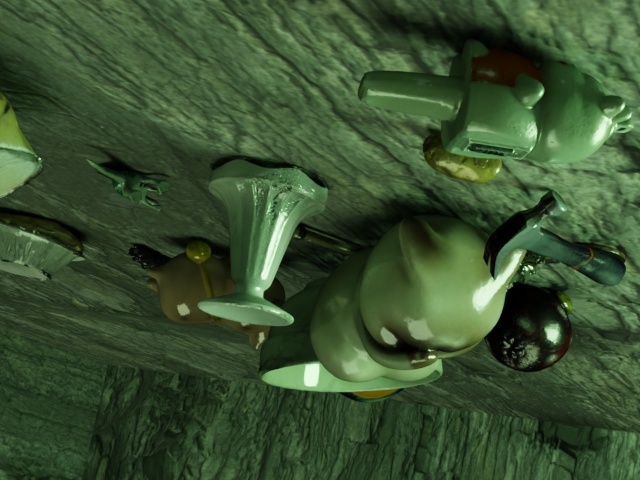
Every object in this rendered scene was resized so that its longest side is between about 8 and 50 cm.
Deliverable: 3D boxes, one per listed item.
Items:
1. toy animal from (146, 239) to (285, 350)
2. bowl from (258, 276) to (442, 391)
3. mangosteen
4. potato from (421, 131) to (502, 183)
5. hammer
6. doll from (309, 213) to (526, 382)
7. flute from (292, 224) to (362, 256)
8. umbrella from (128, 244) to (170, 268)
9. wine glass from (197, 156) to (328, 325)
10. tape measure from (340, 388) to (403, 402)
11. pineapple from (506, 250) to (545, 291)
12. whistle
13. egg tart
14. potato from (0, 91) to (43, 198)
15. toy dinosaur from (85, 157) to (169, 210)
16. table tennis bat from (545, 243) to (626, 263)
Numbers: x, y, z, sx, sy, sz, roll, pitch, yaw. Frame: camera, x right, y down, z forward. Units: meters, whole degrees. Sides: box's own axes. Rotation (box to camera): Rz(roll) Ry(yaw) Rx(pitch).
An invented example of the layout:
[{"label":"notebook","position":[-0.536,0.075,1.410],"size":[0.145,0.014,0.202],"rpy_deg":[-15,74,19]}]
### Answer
[{"label":"toy animal","position":[-0.184,0.086,2.055],"size":[0.248,0.149,0.165],"rpy_deg":[15,159,0]},{"label":"bowl","position":[0.050,0.158,1.947],"size":[0.307,0.163,0.307],"rpy_deg":[1,162,0]},{"label":"mangosteen","position":[0.341,0.137,1.891],"size":[0.152,0.153,0.152],"rpy_deg":[10,166,2]},{"label":"potato","position":[0.153,-0.090,1.281],"size":[0.092,0.045,0.046],"rpy_deg":[16,164,-7]},{"label":"hammer","position":[0.317,0.019,1.515],"size":[0.137,0.037,0.289],"rpy_deg":[-37,146,25]},{"label":"doll","position":[0.123,0.091,1.652],"size":[0.214,0.226,0.370],"rpy_deg":[13,166,-16]},{"label":"flute","position":[0.000,0.000,1.805],"size":[0.233,0.027,0.027],"rpy_deg":[20,164,-32]},{"label":"umbrella","position":[-0.310,0.045,2.203],"size":[0.040,0.037,0.144],"rpy_deg":[-12,154,26]},{"label":"wine glass","position":[-0.083,0.007,1.545],"size":[0.164,0.197,0.165],"rpy_deg":[10,169,2]},{"label":"tape measure","position":[0.088,0.198,2.164],"size":[0.222,0.202,0.135],"rpy_deg":[21,-164,-25]},{"label":"pineapple","position":[0.267,0.034,1.661],"size":[0.074,0.074,0.159],"rpy_deg":[15,160,-16]},{"label":"whistle","position":[0.159,-0.121,1.036],"size":[0.253,0.106,0.102],"rpy_deg":[6,137,-8]},{"label":"egg tart","position":[-0.552,0.014,2.155],"size":[0.234,0.094,0.234],"rpy_deg":[12,167,3]},{"label":"potato","position":[-0.485,-0.133,1.351],"size":[0.299,0.196,0.246],"rpy_deg":[-14,171,-41]},{"label":"toy dinosaur","position":[-0.285,-0.085,1.665],"size":[0.187,0.044,0.106],"rpy_deg":[22,178,-41]},{"label":"table tennis bat","position":[0.356,0.024,1.652],"size":[0.158,0.014,0.095],"rpy_deg":[-4,161,41]}]
